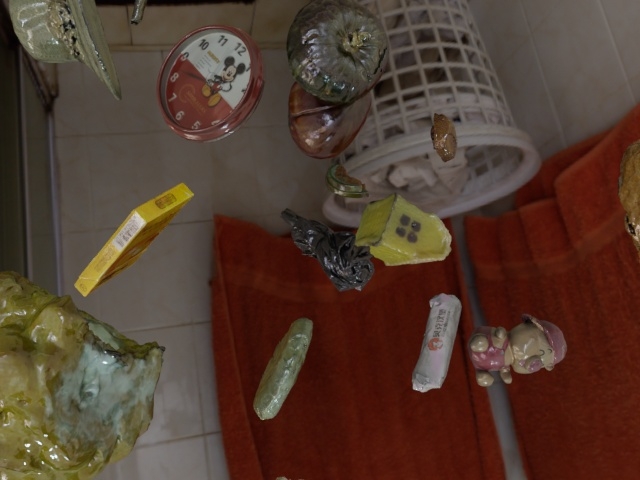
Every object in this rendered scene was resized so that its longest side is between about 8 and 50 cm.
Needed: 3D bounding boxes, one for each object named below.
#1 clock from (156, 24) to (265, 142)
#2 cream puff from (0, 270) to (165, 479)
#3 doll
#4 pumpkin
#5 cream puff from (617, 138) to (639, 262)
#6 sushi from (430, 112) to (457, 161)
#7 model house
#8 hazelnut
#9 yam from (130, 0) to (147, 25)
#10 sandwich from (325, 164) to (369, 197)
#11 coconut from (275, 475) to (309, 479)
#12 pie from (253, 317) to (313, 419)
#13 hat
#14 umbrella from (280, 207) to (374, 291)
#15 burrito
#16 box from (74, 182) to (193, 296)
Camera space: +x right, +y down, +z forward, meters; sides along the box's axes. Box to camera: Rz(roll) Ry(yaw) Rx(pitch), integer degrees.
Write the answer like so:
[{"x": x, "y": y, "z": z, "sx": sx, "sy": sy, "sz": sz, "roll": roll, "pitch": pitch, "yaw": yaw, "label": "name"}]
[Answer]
[{"x": -0.286, "y": -0.409, "z": 1.493, "sx": 0.319, "sy": 0.318, "sz": 0.080, "roll": -15, "pitch": 164, "yaw": 19, "label": "clock"}, {"x": -0.423, "y": 0.218, "z": 0.860, "sx": 0.270, "sy": 0.274, "sz": 0.323, "roll": 3, "pitch": 150, "yaw": 29, "label": "cream puff"}, {"x": 0.531, "y": 0.291, "z": 1.539, "sx": 0.256, "sy": 0.152, "sz": 0.196, "roll": -10, "pitch": 146, "yaw": 7, "label": "doll"}, {"x": 0.039, "y": -0.419, "z": 1.245, "sx": 0.238, "sy": 0.237, "sz": 0.159, "roll": -1, "pitch": 169, "yaw": -29, "label": "pumpkin"}, {"x": 0.409, "y": -0.039, "z": 0.560, "sx": 0.183, "sy": 0.183, "sz": 0.169, "roll": 6, "pitch": 164, "yaw": -44, "label": "cream puff"}, {"x": 0.238, "y": -0.200, "z": 1.117, "sx": 0.047, "sy": 0.099, "sz": 0.050, "roll": 5, "pitch": -163, "yaw": 40, "label": "sushi"}, {"x": 0.235, "y": 0.000, "z": 1.617, "sx": 0.234, "sy": 0.174, "sz": 0.193, "roll": 31, "pitch": 162, "yaw": -15, "label": "model house"}, {"x": 0.021, "y": -0.317, "z": 1.442, "sx": 0.230, "sy": 0.229, "sz": 0.229, "roll": -9, "pitch": 165, "yaw": -3, "label": "hazelnut"}, {"x": -0.385, "y": -0.533, "z": 1.247, "sx": 0.033, "sy": 0.129, "sz": 0.027, "roll": 9, "pitch": -168, "yaw": -39, "label": "yam"}, {"x": 0.051, "y": -0.124, "z": 1.222, "sx": 0.067, "sy": 0.135, "sz": 0.029, "roll": -22, "pitch": 128, "yaw": -28, "label": "sandwich"}, {"x": -0.049, "y": 0.561, "z": 0.991, "sx": 0.297, "sy": 0.254, "sz": 0.297, "roll": -13, "pitch": -172, "yaw": 2, "label": "coconut"}, {"x": -0.105, "y": 0.359, "z": 1.599, "sx": 0.071, "sy": 0.306, "sz": 0.306, "roll": 28, "pitch": 157, "yaw": -6, "label": "pie"}, {"x": -0.373, "y": -0.311, "z": 0.804, "sx": 0.110, "sy": 0.252, "sz": 0.252, "roll": -17, "pitch": 166, "yaw": -10, "label": "hat"}, {"x": 0.000, "y": 0.000, "z": 1.254, "sx": 0.118, "sy": 0.118, "sz": 0.340, "roll": 0, "pitch": -158, "yaw": -31, "label": "umbrella"}, {"x": 0.201, "y": 0.173, "z": 0.980, "sx": 0.064, "sy": 0.203, "sz": 0.064, "roll": 13, "pitch": 140, "yaw": 12, "label": "burrito"}, {"x": -0.371, "y": -0.001, "z": 1.132, "sx": 0.269, "sy": 0.043, "sz": 0.152, "roll": -40, "pitch": -177, "yaw": 33, "label": "box"}]
